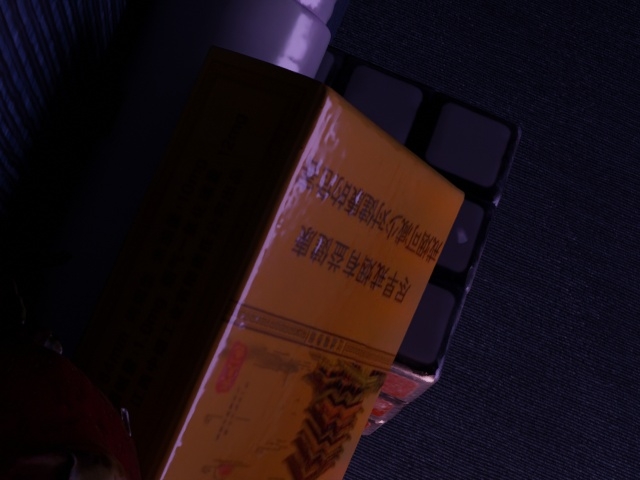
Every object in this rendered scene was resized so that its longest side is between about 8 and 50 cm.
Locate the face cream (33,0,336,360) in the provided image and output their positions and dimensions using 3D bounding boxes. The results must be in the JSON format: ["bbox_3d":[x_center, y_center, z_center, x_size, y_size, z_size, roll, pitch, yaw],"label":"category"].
[{"bbox_3d":[-0.073,-0.053,0.538,0.102,0.102,0.345,137,-23,-87],"label":"face cream"}]

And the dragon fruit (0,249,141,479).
[{"bbox_3d":[-0.128,0.079,0.369,0.246,0.125,0.125,-100,-172,-59],"label":"dragon fruit"}]

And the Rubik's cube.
[{"bbox_3d":[0.000,0.000,1.072,0.305,0.303,0.301,119,-7,-67],"label":"Rubik's cube"}]

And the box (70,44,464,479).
[{"bbox_3d":[-0.038,0.065,0.498,0.174,0.076,0.274,26,87,-57],"label":"box"}]
